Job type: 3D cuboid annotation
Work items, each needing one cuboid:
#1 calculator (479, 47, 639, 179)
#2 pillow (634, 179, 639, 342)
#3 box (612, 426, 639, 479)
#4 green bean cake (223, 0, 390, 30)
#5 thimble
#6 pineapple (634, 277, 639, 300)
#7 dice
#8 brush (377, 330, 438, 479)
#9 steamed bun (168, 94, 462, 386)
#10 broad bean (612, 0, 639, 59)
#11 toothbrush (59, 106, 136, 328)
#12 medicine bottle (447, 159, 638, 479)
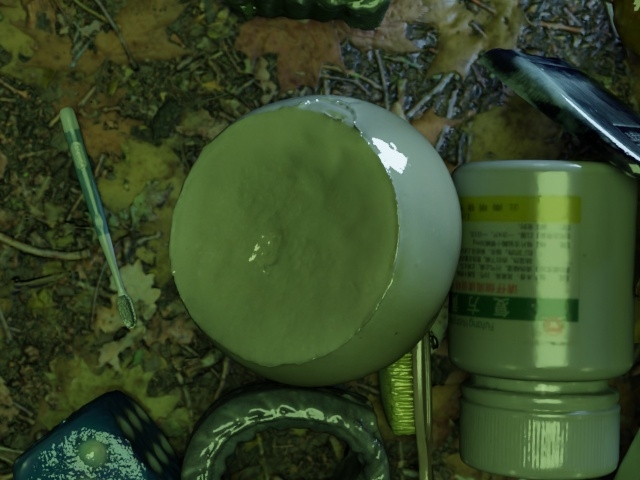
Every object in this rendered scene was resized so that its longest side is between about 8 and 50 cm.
[{"bbox_3d":[0.306,-0.133,1.212,0.268,0.177,0.040,47,121,28],"label":"calculator"},{"bbox_3d":[0.506,-0.011,1.281,0.312,0.119,0.310,7,95,2],"label":"pillow"},{"bbox_3d":[0.528,0.213,1.217,0.373,0.090,0.367,16,105,-22],"label":"box"},{"bbox_3d":[-0.015,-0.361,1.263,0.227,0.125,0.222,11,89,2],"label":"green bean cake"},{"bbox_3d":[-0.039,0.253,1.238,0.236,0.172,0.205,-25,94,0],"label":"thimble"},{"bbox_3d":[0.373,0.017,1.173,0.069,0.137,0.116,12,65,31],"label":"pineapple"},{"bbox_3d":[-0.253,0.264,1.241,0.146,0.143,0.146,-37,93,2],"label":"dice"},{"bbox_3d":[0.107,0.240,1.302,0.067,0.072,0.313,-2,94,20],"label":"brush"},{"bbox_3d":[0.000,0.000,1.200,0.324,0.206,0.324,0,89,26],"label":"steamed bun"},{"bbox_3d":[0.450,-0.253,1.279,0.228,0.122,0.156,8,88,-4],"label":"broad bean"},{"bbox_3d":[-0.265,-0.026,1.297,0.019,0.025,0.275,-17,91,-2],"label":"toothbrush"},{"bbox_3d":[0.247,0.083,1.227,0.208,0.208,0.339,2,90,-2],"label":"medicine bottle"}]
